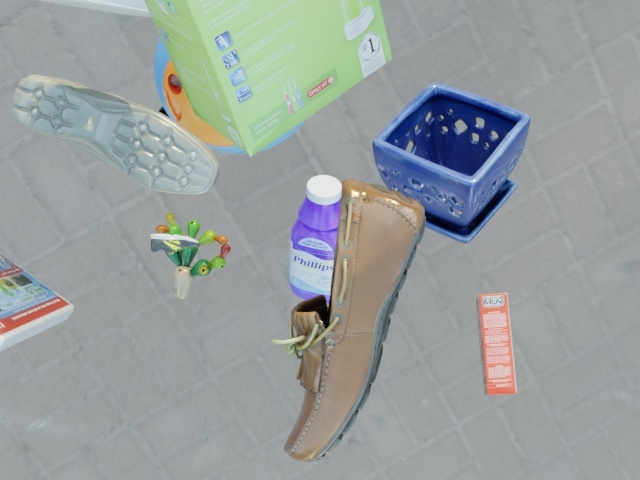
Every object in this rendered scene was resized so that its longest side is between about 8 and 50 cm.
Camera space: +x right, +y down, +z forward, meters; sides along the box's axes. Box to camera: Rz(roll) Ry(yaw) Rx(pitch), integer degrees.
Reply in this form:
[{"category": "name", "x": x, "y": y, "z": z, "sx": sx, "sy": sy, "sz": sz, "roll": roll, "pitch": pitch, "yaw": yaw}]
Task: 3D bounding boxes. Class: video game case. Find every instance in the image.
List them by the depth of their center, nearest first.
[{"category": "video game case", "x": -0.458, "y": 0.024, "z": 1.038, "sx": 0.285, "sy": 0.204, "sz": 0.025, "roll": 35, "pitch": 98, "yaw": 2}]

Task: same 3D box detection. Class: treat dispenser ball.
[{"category": "treat dispenser ball", "x": -0.142, "y": -0.294, "z": 1.469, "sx": 0.288, "sy": 0.288, "sz": 0.288, "roll": -3, "pitch": 106, "yaw": -10}]

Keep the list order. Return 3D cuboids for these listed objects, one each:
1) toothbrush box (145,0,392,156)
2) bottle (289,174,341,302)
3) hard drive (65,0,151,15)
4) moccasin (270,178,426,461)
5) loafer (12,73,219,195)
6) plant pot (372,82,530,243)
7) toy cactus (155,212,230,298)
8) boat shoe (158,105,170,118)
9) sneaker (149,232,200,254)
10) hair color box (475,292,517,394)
[{"category": "toothbrush box", "x": -0.063, "y": -0.263, "z": 0.854, "sx": 0.206, "sy": 0.122, "sz": 0.283, "roll": -38, "pitch": 139, "yaw": -16}, {"category": "bottle", "x": 0.000, "y": 0.000, "z": 1.678, "sx": 0.118, "sy": 0.092, "sz": 0.282, "roll": 12, "pitch": 134, "yaw": 8}, {"category": "hard drive", "x": -0.344, "y": -0.305, "z": 0.995, "sx": 0.308, "sy": 0.203, "sz": 0.040, "roll": 0, "pitch": 104, "yaw": -33}, {"category": "moccasin", "x": 0.016, "y": 0.108, "z": 1.110, "sx": 0.147, "sy": 0.139, "sz": 0.379, "roll": 16, "pitch": 105, "yaw": -4}, {"category": "loafer", "x": -0.286, "y": -0.157, "z": 1.230, "sx": 0.320, "sy": 0.111, "sz": 0.112, "roll": 26, "pitch": 102, "yaw": 6}, {"category": "plant pot", "x": 0.263, "y": -0.145, "z": 1.702, "sx": 0.236, "sy": 0.236, "sz": 0.212, "roll": -45, "pitch": 145, "yaw": -30}, {"category": "toy cactus", "x": -0.297, "y": 0.044, "z": 1.877, "sx": 0.219, "sy": 0.112, "sz": 0.180, "roll": 21, "pitch": 108, "yaw": 25}, {"category": "boat shoe", "x": -0.310, "y": -0.255, "z": 1.769, "sx": 0.080, "sy": 0.228, "sz": 0.076, "roll": 19, "pitch": 143, "yaw": 19}, {"category": "sneaker", "x": -0.241, "y": 0.008, "z": 1.404, "sx": 0.083, "sy": 0.031, "sz": 0.035, "roll": 7, "pitch": 91, "yaw": -9}, {"category": "hair color box", "x": 0.250, "y": 0.149, "z": 1.213, "sx": 0.043, "sy": 0.072, "sz": 0.141, "roll": -4, "pitch": 79, "yaw": 6}]
